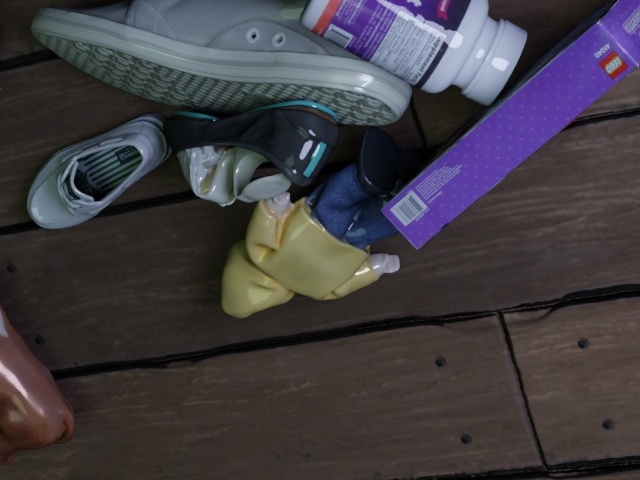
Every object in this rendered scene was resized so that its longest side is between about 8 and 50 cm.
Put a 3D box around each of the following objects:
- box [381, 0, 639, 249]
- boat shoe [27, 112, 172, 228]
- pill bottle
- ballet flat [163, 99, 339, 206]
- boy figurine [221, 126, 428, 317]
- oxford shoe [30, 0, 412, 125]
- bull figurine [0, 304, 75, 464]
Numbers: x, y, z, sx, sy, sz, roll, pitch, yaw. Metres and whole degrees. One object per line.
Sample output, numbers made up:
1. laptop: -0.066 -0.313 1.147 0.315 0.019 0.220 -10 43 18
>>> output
1. box: 0.203 -0.127 1.737 0.057 0.201 0.293 47 125 -2
2. boat shoe: -0.261 -0.073 2.064 0.226 0.076 0.083 -34 95 34
3. pill bottle: 0.088 -0.203 1.713 0.193 0.108 0.108 27 123 -6
4. ballet flat: -0.088 -0.088 1.895 0.280 0.095 0.096 -1 71 57
5. boy figurine: 0.000 0.000 1.954 0.177 0.092 0.285 26 137 -27
6. oxford shoe: -0.097 -0.208 1.899 0.449 0.169 0.130 8 77 31
7. bull figurine: -0.420 0.132 2.225 0.188 0.101 0.310 -29 96 37
